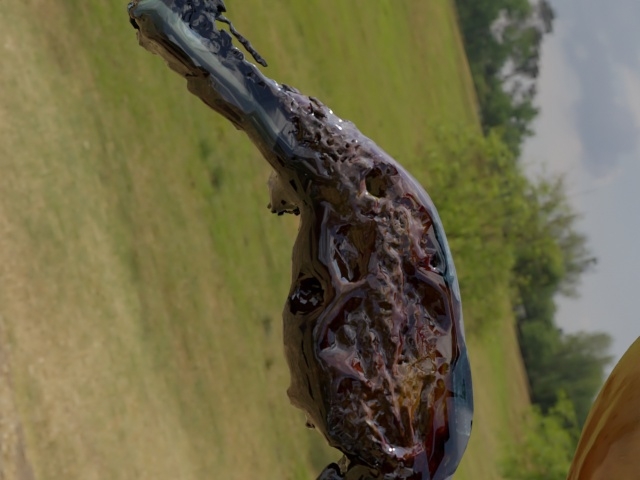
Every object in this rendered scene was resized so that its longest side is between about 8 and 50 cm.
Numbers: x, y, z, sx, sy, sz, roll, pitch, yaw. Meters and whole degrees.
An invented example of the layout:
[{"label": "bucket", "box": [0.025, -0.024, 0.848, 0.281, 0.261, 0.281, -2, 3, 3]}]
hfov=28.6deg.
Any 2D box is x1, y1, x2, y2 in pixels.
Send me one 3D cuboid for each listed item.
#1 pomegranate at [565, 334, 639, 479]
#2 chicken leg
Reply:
[{"label": "pomegranate", "box": [0.171, 0.101, 0.374, 0.207, 0.207, 0.207, -16, 90, -84]}, {"label": "chicken leg", "box": [0.000, 0.000, 0.523, 0.051, 0.106, 0.253, -25, -91, 54]}]
